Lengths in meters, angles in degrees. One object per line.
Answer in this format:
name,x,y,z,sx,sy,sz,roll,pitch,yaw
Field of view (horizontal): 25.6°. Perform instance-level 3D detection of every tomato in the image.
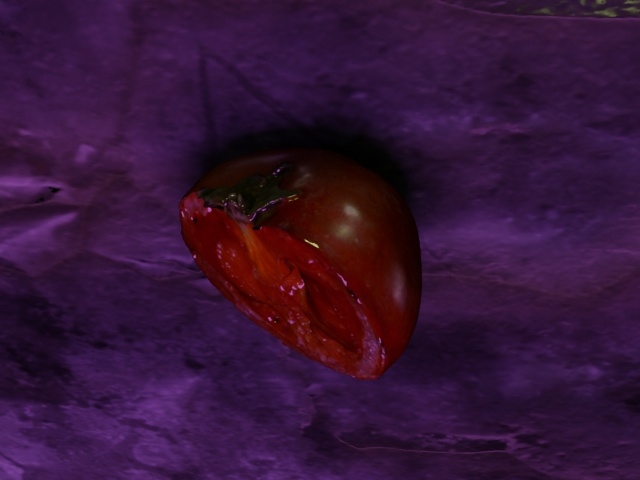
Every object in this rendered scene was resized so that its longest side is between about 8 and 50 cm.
tomato,0.000,0.000,0.796,0.159,0.091,0.139,15,145,43
